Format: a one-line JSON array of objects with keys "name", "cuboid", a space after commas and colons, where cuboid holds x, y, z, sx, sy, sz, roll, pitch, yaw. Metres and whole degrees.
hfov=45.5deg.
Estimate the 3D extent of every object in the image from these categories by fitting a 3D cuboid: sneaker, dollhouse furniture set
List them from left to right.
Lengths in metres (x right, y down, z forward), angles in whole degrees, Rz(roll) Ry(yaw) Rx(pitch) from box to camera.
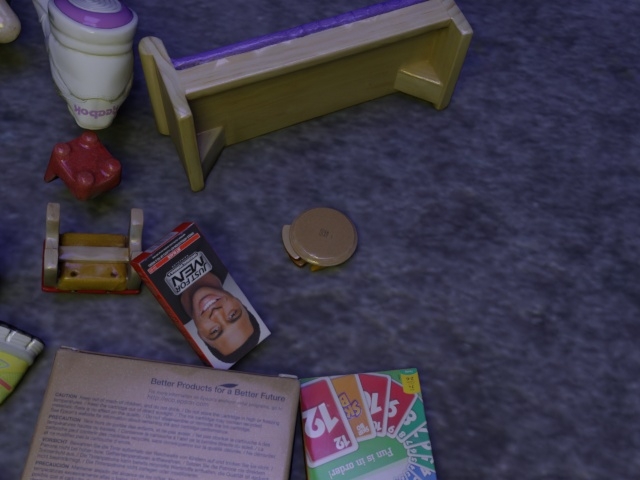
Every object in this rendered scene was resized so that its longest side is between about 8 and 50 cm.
[{"name": "sneaker", "cuboid": [-0.365, 0.100, 0.707, 0.081, 0.208, 0.094, 9, 72, 50]}, {"name": "dollhouse furniture set", "cuboid": [-0.383, -0.031, 0.809, 0.374, 0.152, 0.201, 4, 60, -21]}, {"name": "sneaker", "cuboid": [-0.283, -0.227, 0.891, 0.114, 0.152, 0.305, 0, 28, -20]}]

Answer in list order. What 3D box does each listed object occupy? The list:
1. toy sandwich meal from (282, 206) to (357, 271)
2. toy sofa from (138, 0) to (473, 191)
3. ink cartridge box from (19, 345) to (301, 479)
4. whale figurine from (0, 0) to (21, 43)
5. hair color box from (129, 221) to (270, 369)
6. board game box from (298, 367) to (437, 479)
[{"name": "toy sandwich meal", "cuboid": [0.000, 0.000, 0.857, 0.085, 0.029, 0.086, 3, 59, -6]}, {"name": "toy sofa", "cuboid": [-0.024, -0.215, 0.899, 0.362, 0.150, 0.177, -19, 66, -12]}, {"name": "ink cartridge box", "cuboid": [-0.145, 0.214, 0.701, 0.234, 0.088, 0.193, 7, 61, 1]}, {"name": "whale figurine", "cuboid": [-0.465, -0.252, 0.924, 0.216, 0.141, 0.272, -1, 87, -3]}, {"name": "hair color box", "cuboid": [-0.120, 0.058, 0.769, 0.072, 0.043, 0.141, -39, 107, -20]}, {"name": "board game box", "cuboid": [0.051, 0.253, 0.721, 0.124, 0.039, 0.259, -5, 63, -5]}]
